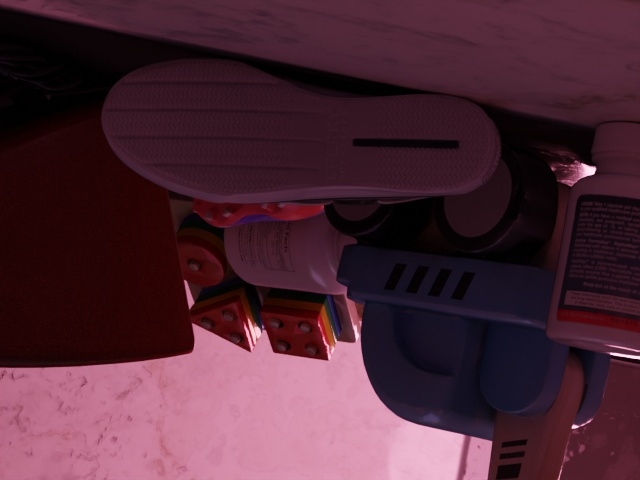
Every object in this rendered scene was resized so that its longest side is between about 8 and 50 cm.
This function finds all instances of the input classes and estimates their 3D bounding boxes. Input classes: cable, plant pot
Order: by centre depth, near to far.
[{"bbox_3d":[-0.310,-0.158,1.448,0.151,0.047,0.184,6,172,37],"label":"cable"},{"bbox_3d":[-0.311,0.004,1.553,0.236,0.267,0.267,-16,-170,-34],"label":"plant pot"}]

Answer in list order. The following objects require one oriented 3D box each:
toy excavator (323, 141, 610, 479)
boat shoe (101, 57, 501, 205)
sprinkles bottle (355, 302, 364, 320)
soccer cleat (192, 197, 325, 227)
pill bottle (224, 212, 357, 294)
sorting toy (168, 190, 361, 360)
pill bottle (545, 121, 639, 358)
[{"bbox_3d":[0.181,0.146,1.443,0.433,0.445,0.222,8,175,45],"label":"toy excavator"},{"bbox_3d":[-0.016,-0.074,1.336,0.335,0.121,0.119,8,169,6],"label":"boat shoe"},{"bbox_3d":[0.118,0.084,2.558,0.355,0.121,0.121,8,173,26],"label":"sprinkles bottle"},{"bbox_3d":[-0.065,-0.054,1.836,0.095,0.083,0.248,10,173,-34],"label":"soccer cleat"},{"bbox_3d":[0.000,0.000,1.944,0.229,0.131,0.131,5,172,45],"label":"pill bottle"},{"bbox_3d":[-0.095,0.060,2.214,0.256,0.089,0.257,7,138,22],"label":"sorting toy"},{"bbox_3d":[0.249,0.001,1.269,0.108,0.180,0.108,11,174,1],"label":"pill bottle"}]
